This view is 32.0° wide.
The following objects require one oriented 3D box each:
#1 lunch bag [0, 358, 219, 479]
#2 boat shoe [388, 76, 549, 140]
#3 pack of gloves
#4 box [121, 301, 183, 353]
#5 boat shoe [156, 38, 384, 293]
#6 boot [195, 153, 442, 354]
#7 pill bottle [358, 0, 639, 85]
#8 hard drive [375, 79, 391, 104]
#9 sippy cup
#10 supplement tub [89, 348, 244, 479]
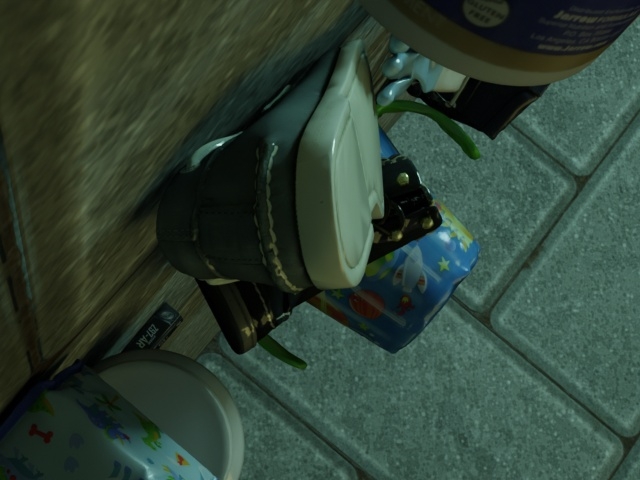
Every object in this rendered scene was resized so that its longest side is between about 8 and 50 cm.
[{"bbox_3d":[-0.157,0.171,0.671,0.151,0.129,0.096,-48,178,9],"label":"lunch bag"},{"bbox_3d":[0.243,-0.274,1.295,0.340,0.158,0.127,-50,179,14],"label":"boat shoe"},{"bbox_3d":[0.091,-0.189,0.747,0.195,0.046,0.232,-63,167,19],"label":"pack of gloves"},{"bbox_3d":[-0.154,0.090,1.019,0.067,0.018,0.083,-50,179,-10],"label":"box"},{"bbox_3d":[-0.017,-0.049,0.666,0.099,0.116,0.319,-7,-164,9],"label":"boat shoe"},{"bbox_3d":[-0.001,-0.002,0.795,0.178,0.085,0.236,-25,-174,-2],"label":"boot"},{"bbox_3d":[0.082,-0.138,0.296,0.112,0.112,0.187,-50,178,-39],"label":"pill bottle"},{"bbox_3d":[0.118,-0.226,1.476,0.135,0.022,0.094,-49,179,-39],"label":"hard drive"},{"bbox_3d":[0.055,0.003,1.304,0.305,0.224,0.240,-51,179,35],"label":"sippy cup"},{"bbox_3d":[-0.132,0.158,0.861,0.144,0.144,0.200,-50,179,-11],"label":"supplement tub"}]
